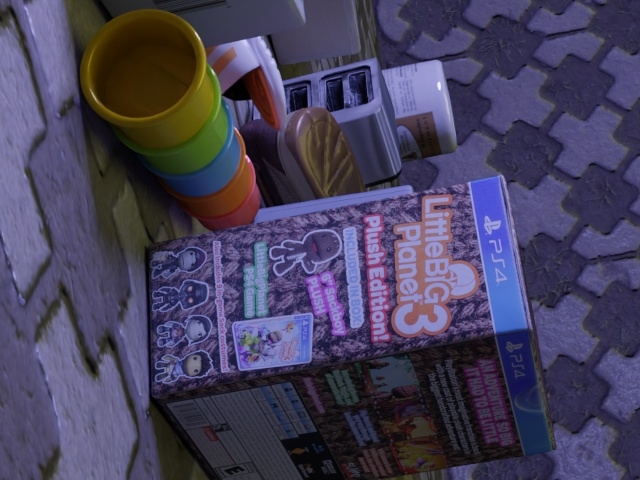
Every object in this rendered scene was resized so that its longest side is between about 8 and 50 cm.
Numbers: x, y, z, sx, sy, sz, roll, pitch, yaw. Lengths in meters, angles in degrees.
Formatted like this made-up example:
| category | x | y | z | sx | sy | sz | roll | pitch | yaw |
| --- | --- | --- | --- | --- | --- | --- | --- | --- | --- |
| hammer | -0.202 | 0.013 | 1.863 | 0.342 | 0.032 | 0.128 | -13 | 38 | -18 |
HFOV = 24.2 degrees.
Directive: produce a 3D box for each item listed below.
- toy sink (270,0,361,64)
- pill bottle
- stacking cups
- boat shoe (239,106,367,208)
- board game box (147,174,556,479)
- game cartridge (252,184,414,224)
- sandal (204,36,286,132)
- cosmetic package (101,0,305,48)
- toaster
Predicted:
| category | x | y | z | sx | sy | sz | roll | pitch | yaw |
| --- | --- | --- | --- | --- | --- | --- | --- | --- | --- |
| toy sink | -0.027 | -0.378 | 2.048 | 0.234 | 0.131 | 0.153 | 76 | 7 | -58 |
| pill bottle | 0.067 | -0.165 | 2.060 | 0.131 | 0.229 | 0.131 | -11 | 90 | -83 |
| stacking cups | -0.112 | -0.075 | 1.222 | 0.316 | 0.096 | 0.096 | 72 | 9 | -70 |
| boat shoe | 0.000 | 0.000 | 1.744 | 0.123 | 0.123 | 0.342 | -57 | 133 | -42 |
| board game box | 0.031 | 0.090 | 1.221 | 0.232 | 0.291 | 0.141 | 68 | 13 | -57 |
| game cartridge | 0.033 | 0.075 | 1.606 | 0.060 | 0.196 | 0.294 | -90 | 167 | -52 |
| sandal | -0.116 | -0.205 | 1.418 | 0.265 | 0.076 | 0.102 | 60 | -12 | 14 |
| cosmetic package | -0.123 | -0.360 | 1.232 | 0.197 | 0.155 | 0.366 | 57 | 24 | -64 |
| toaster | 0.006 | -0.129 | 1.822 | 0.186 | 0.168 | 0.110 | -92 | 166 | -54 |
